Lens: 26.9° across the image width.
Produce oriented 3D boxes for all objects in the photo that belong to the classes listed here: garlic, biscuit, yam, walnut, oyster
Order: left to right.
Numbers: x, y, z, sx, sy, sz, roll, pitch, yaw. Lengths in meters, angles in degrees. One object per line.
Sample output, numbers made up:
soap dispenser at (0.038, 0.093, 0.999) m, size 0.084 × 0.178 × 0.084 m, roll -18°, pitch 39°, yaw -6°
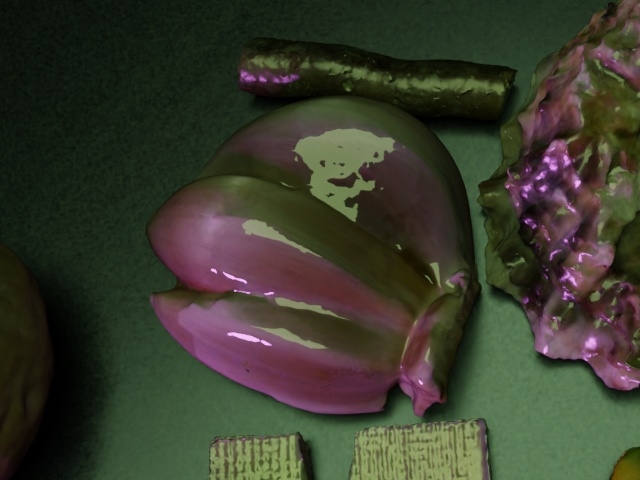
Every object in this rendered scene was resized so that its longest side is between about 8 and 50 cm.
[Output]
walnut at (-0.364, 0.109, 1.142) m, size 0.227 × 0.273 × 0.273 m, roll -21°, pitch 69°, yaw 41°
garlic at (0.000, 0.001, 1.164) m, size 0.325 × 0.132 × 0.279 m, roll 28°, pitch 76°, yaw 11°
biscuit at (0.025, 0.229, 1.137) m, size 0.250 × 0.046 × 0.147 m, roll -7°, pitch 73°, yaw 9°
yam at (0.052, -0.146, 1.227) m, size 0.253 × 0.061 × 0.061 m, roll 8°, pitch 77°, yaw 11°
oyster at (0.259, -0.061, 1.135) m, size 0.238 × 0.115 × 0.351 m, roll 23°, pitch 96°, yaw 15°

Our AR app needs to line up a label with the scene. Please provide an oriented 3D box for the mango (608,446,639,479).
mango at (0.305, 0.230, 1.074) m, size 0.165 × 0.074 × 0.091 m, roll 39°, pitch 83°, yaw 17°
